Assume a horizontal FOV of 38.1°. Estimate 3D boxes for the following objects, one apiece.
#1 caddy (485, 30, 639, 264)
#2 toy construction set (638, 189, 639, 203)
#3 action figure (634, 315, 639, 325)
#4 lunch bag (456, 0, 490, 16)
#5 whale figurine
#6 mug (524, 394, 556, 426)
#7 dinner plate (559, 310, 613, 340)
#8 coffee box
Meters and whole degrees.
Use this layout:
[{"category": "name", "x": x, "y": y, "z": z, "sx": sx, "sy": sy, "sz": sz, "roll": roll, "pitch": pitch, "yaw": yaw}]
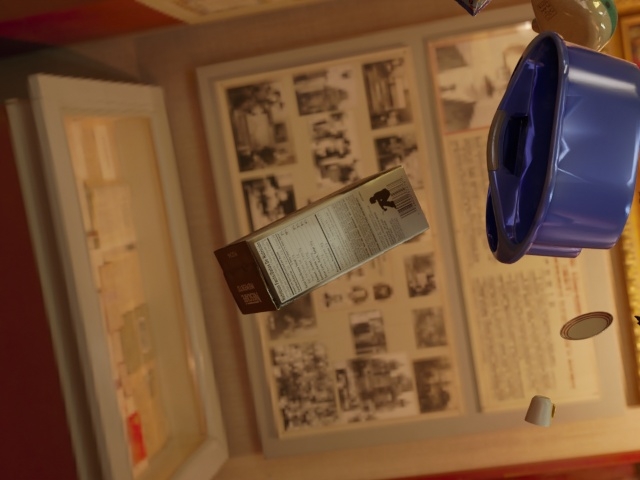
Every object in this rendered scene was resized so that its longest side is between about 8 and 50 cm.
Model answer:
[{"category": "caddy", "x": 0.326, "y": -0.128, "z": 1.336, "sx": 0.241, "sy": 0.179, "sz": 0.341, "roll": 138, "pitch": -38, "yaw": -78}, {"category": "toy construction set", "x": 0.840, "y": -0.054, "z": 1.951, "sx": 0.327, "sy": 0.151, "sz": 0.215, "roll": 17, "pitch": -52, "yaw": 51}, {"category": "action figure", "x": 0.637, "y": 0.110, "z": 1.612, "sx": 0.141, "sy": 0.164, "sz": 0.275, "roll": -61, "pitch": 153, "yaw": -8}, {"category": "lunch bag", "x": 0.450, "y": -0.721, "z": 2.310, "sx": 0.293, "sy": 0.138, "sz": 0.221, "roll": -32, "pitch": 154, "yaw": -38}, {"category": "whale figurine", "x": 0.566, "y": -0.551, "z": 2.130, "sx": 0.272, "sy": 0.141, "sz": 0.216, "roll": 49, "pitch": -28, "yaw": 0}, {"category": "mug", "x": 0.523, "y": 0.402, "z": 2.204, "sx": 0.078, "sy": 0.062, "sz": 0.064, "roll": 6, "pitch": 95, "yaw": -68}, {"category": "dinner plate", "x": 0.686, "y": 0.224, "z": 2.386, "sx": 0.141, "sy": 0.141, "sz": 0.017, "roll": -75, "pitch": 144, "yaw": -70}, {"category": "coffee box", "x": 0.000, "y": 0.000, "z": 1.486, "sx": 0.119, "sy": 0.297, "sz": 0.168, "roll": 65, "pitch": -23, "yaw": -5}]
